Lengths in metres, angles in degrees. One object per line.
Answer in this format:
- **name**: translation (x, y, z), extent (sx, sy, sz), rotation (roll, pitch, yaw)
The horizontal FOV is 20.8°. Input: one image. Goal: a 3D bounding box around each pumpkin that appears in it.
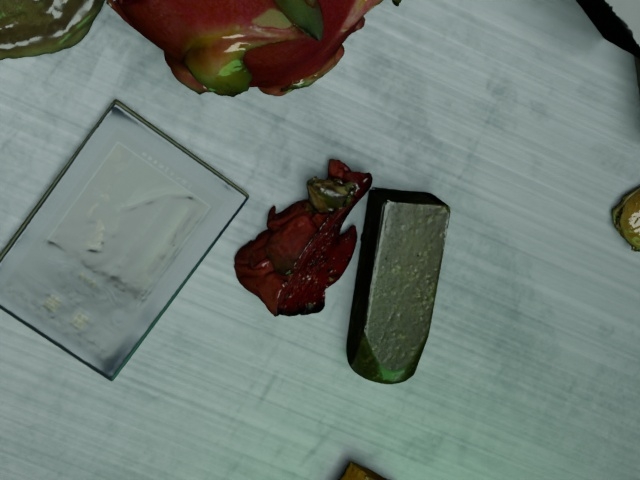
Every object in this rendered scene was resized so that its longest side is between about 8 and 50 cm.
- **pumpkin**: translation (0.051, 0.309, 2.066), extent (0.083, 0.054, 0.074), rotation (32, 89, -34)

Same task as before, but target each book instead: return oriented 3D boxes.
- **book**: translation (-0.234, 0.002, 1.967), extent (0.191, 0.025, 0.269), rotation (36, 95, -15)

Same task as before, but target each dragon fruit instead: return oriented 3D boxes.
- **dragon fruit**: translation (0.001, 0.003, 1.969), extent (0.122, 0.092, 0.192), rotation (37, 95, -15)
- **dragon fruit**: translation (-0.045, -0.267, 1.810), extent (0.305, 0.305, 0.226), rotation (-41, 112, 2)

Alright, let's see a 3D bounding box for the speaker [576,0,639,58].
- **speaker**: translation (0.328, -0.348, 1.869), extent (0.184, 0.232, 0.254), rotation (-39, 103, 6)

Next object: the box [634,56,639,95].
- **box**: translation (0.399, -0.178, 1.981), extent (0.060, 0.111, 0.156), rotation (-9, 103, -1)

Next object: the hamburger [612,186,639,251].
- **hamburger**: translation (0.389, -0.027, 2.048), extent (0.083, 0.044, 0.076), rotation (-40, 106, -1)

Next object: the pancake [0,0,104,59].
- **pancake**: translation (-0.346, -0.296, 1.875), extent (0.236, 0.042, 0.222), rotation (27, 95, -14)

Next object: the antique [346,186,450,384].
- **antique**: translation (0.086, 0.056, 2.000), extent (0.081, 0.080, 0.221), rotation (5, 101, -11)
